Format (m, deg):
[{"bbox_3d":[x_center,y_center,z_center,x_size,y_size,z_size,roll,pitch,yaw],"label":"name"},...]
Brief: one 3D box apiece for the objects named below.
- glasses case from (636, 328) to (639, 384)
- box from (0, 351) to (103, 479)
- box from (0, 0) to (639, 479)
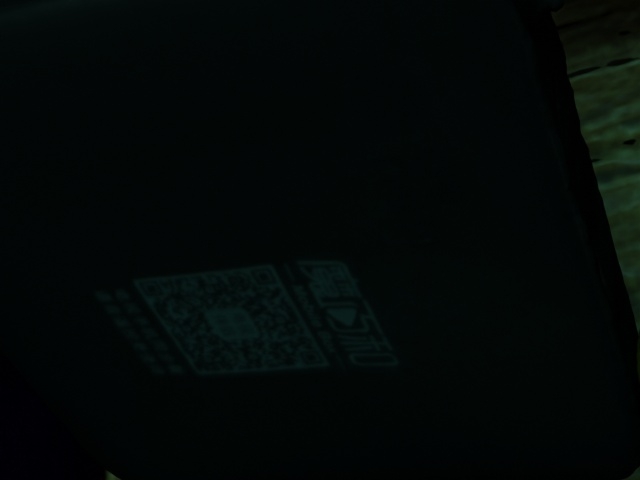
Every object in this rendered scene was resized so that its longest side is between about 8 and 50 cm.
[{"bbox_3d":[0.248,0.139,0.371,0.173,0.141,0.371,-19,61,-9],"label":"glasses case"},{"bbox_3d":[-0.207,0.157,0.501,0.116,0.279,0.261,-10,69,21],"label":"box"},{"bbox_3d":[-0.024,0.007,0.479,0.288,0.290,0.073,-7,44,23],"label":"box"}]
